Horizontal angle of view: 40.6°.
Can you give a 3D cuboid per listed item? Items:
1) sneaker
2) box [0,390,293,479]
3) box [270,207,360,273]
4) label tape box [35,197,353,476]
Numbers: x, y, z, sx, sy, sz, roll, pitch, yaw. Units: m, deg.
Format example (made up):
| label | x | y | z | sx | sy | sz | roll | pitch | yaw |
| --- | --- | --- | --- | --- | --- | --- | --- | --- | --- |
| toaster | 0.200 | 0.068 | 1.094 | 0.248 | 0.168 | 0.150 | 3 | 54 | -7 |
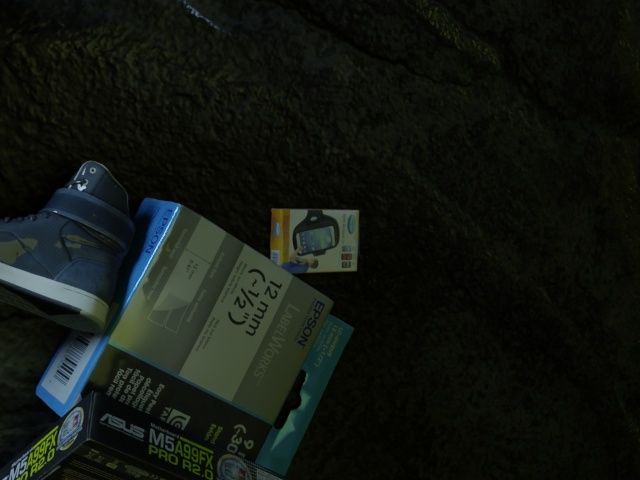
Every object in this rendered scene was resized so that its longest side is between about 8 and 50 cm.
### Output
| label | x | y | z | sx | sy | sz | roll | pitch | yaw |
| --- | --- | --- | --- | --- | --- | --- | --- | --- | --- |
| sneaker | -0.300 | -0.020 | 0.874 | 0.226 | 0.086 | 0.163 | 23 | 64 | -15 |
| box | -0.191 | 0.282 | 0.909 | 0.270 | 0.060 | 0.216 | 33 | 121 | -31 |
| box | 0.000 | 0.000 | 1.105 | 0.136 | 0.028 | 0.081 | -1 | 95 | -32 |
| label tape box | -0.106 | 0.144 | 0.998 | 0.347 | 0.115 | 0.249 | 34 | 77 | -30 |
